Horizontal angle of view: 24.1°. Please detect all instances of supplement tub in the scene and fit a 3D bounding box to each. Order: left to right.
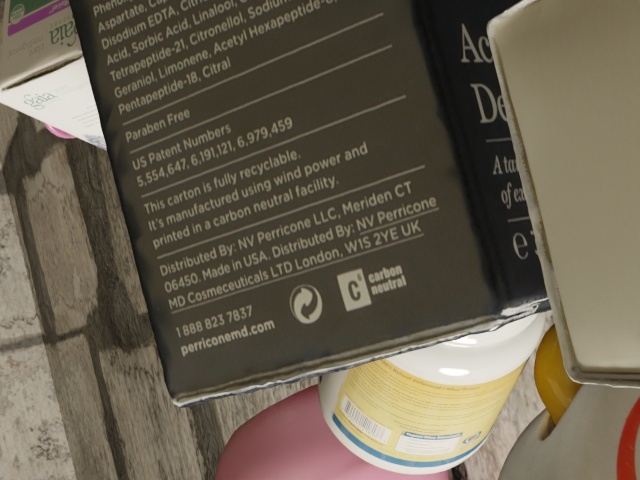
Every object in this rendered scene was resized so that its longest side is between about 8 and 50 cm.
[{"bbox_3d":[0.083,0.069,1.108,0.199,0.144,0.144,107,144,-52],"label":"supplement tub"}]

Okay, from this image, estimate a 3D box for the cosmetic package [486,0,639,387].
[{"bbox_3d":[0.224,-0.052,0.478,0.153,0.296,0.129,-11,93,68],"label":"cosmetic package"}]

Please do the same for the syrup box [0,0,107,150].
[{"bbox_3d":[-0.081,-0.099,0.909,0.093,0.237,0.096,-17,62,36],"label":"syrup box"}]

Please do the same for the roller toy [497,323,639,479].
[{"bbox_3d":[0.200,0.146,0.802,0.146,0.191,0.209,119,157,-62],"label":"roller toy"}]

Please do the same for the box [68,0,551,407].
[{"bbox_3d":[0.037,-0.140,0.821,0.212,0.293,0.395,-19,85,36],"label":"box"}]

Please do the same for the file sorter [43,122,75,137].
[{"bbox_3d":[-0.075,-0.172,1.162,0.291,0.182,0.202,9,114,38],"label":"file sorter"}]

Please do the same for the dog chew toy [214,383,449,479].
[{"bbox_3d":[0.046,0.288,1.275,0.332,0.207,0.206,63,156,13],"label":"dog chew toy"}]
